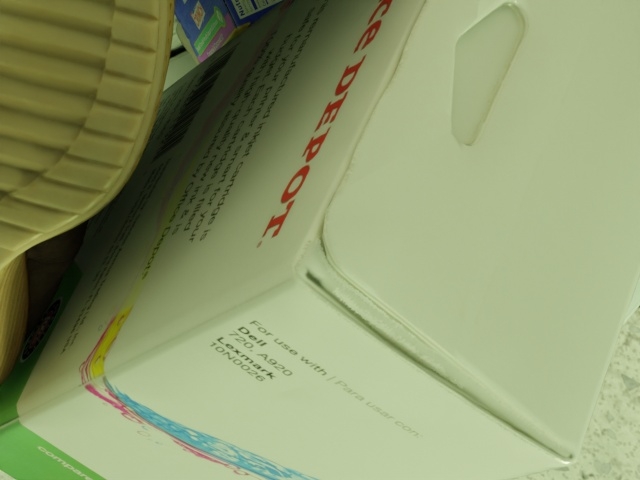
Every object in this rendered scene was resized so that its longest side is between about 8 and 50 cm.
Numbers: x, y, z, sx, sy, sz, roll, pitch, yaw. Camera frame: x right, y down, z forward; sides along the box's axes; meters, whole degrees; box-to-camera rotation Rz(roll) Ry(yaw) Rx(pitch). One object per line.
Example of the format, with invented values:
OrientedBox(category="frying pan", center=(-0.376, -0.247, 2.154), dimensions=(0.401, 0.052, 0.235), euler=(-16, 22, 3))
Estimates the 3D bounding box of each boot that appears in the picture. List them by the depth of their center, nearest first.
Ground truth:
OrientedBox(category="boot", center=(-0.113, -0.054, 0.609), dimensions=(0.207, 0.090, 0.248), euler=(-82, -162, -60))

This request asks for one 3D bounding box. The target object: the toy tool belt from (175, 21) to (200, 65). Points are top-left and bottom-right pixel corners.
OrientedBox(category="toy tool belt", center=(-0.033, -0.110, 0.841), dimensions=(0.083, 0.051, 0.052), euler=(-27, 180, 21))

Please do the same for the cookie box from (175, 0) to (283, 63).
OrientedBox(category="cookie box", center=(-0.010, -0.127, 0.750), dimensions=(0.107, 0.040, 0.092), euler=(-26, -179, -14))

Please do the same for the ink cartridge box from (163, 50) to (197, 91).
OrientedBox(category="ink cartridge box", center=(-0.114, -0.042, 0.994), dimensions=(0.237, 0.100, 0.172), euler=(-28, -179, -22))

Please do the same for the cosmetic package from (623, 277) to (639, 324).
OrientedBox(category="cosmetic package", center=(0.099, -0.046, 0.852), dimensions=(0.284, 0.097, 0.377), euler=(-51, -169, 10))

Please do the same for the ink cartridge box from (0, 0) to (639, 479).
OrientedBox(category="ink cartridge box", center=(0.000, 0.000, 0.613), dimensions=(0.278, 0.117, 0.201), euler=(-28, -149, 53))
